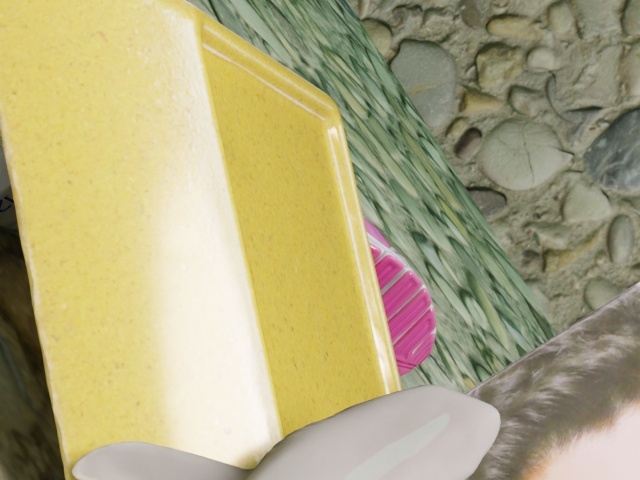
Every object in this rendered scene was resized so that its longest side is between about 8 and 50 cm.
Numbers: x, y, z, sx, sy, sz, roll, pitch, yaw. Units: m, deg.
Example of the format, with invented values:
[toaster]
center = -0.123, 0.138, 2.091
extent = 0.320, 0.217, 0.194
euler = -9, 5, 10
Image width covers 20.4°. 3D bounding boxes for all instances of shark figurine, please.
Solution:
[shark figurine]
center = -0.016, 0.162, 0.643
extent = 0.166, 0.116, 0.278
euler = 17, 66, -14

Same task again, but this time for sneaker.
[sneaker]
center = 0.000, 0.000, 1.376
extent = 0.252, 0.103, 0.111
euler = 50, 12, -21

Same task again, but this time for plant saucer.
[plant saucer]
center = -0.034, 0.031, 0.866
extent = 0.333, 0.081, 0.333
euler = 20, 57, -72

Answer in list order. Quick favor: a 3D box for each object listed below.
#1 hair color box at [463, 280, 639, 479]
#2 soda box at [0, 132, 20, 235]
[hair color box]
center = 0.215, 0.210, 0.872
extent = 0.374, 0.185, 0.113
euler = 59, 9, 17
[soda box]
center = -0.199, -0.142, 0.959
extent = 0.286, 0.098, 0.091
euler = 57, 10, 17
